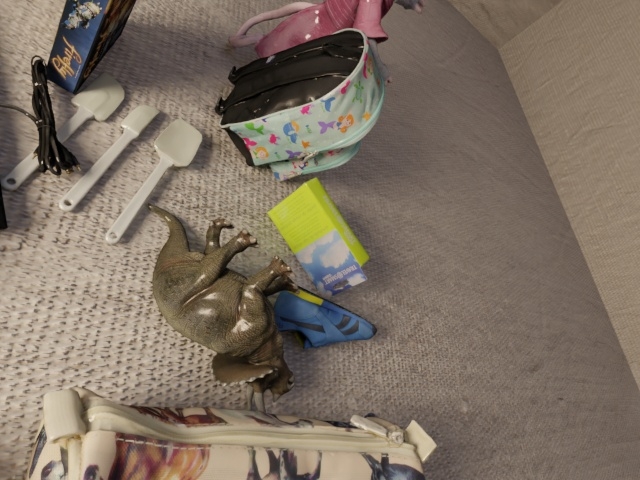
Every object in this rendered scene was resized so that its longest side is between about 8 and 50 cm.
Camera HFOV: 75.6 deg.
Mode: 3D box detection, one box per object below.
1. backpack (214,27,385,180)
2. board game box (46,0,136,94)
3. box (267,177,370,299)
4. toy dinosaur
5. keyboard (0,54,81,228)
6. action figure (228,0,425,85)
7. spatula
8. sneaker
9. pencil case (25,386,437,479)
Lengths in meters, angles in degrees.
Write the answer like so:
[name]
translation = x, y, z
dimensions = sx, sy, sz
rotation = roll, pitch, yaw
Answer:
[backpack]
translation = -0.017, -0.231, 0.699
dimensions = 0.191, 0.253, 0.225
rotation = 50, 37, -39
[board game box]
translation = -0.262, -0.319, 0.518
dimensions = 0.042, 0.243, 0.165
rotation = 31, 49, -28
[box]
translation = 0.000, 0.000, 0.680
dimensions = 0.178, 0.109, 0.042
rotation = 57, 40, -2
[toy dinosaur]
translation = -0.129, 0.065, 0.505
dimensions = 0.313, 0.121, 0.160
rotation = 42, 75, 2
[keyboard]
translation = -0.390, -0.156, 0.450
dimensions = 0.201, 0.033, 0.317
rotation = -8, 73, -42
[action figure]
translation = 0.050, -0.446, 0.797
dimensions = 0.275, 0.370, 0.248
rotation = 36, 47, -25
[spatula]
translation = -0.273, -0.117, 0.552
dimensions = 0.168, 0.019, 0.242
rotation = 34, 46, -22
[sneaker]
translation = 0.006, 0.134, 0.651
dimensions = 0.209, 0.069, 0.082
rotation = 30, 81, -40
[pencil case]
translation = -0.070, 0.245, 0.415
dimensions = 0.410, 0.160, 0.184
rotation = 21, 94, -33
